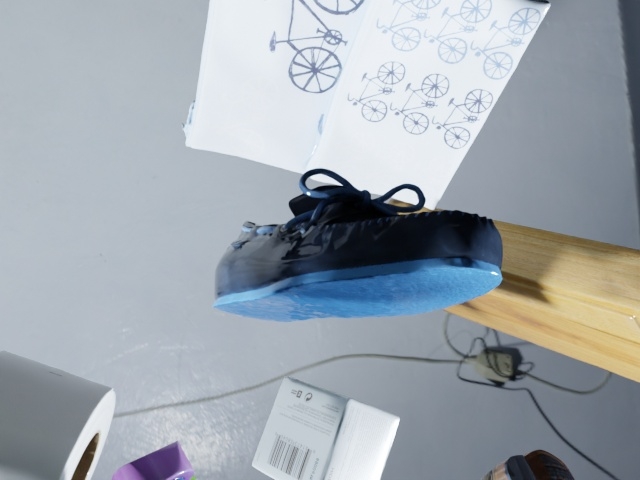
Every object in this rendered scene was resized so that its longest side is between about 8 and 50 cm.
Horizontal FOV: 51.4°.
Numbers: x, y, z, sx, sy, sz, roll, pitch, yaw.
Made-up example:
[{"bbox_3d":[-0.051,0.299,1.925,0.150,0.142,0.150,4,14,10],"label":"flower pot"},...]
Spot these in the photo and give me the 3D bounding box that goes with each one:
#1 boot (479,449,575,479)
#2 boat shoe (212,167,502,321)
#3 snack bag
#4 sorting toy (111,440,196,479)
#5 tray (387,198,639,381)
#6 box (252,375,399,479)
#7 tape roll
[{"bbox_3d":[0.258,0.332,0.871,0.219,0.106,0.082,24,36,-43],"label":"boot"},{"bbox_3d":[0.000,0.000,0.433,0.109,0.258,0.088,21,70,-39],"label":"boat shoe"},{"bbox_3d":[0.025,-0.178,0.746,0.343,0.323,0.037,14,50,-8],"label":"snack bag"},{"bbox_3d":[-0.166,0.335,0.692,0.127,0.365,0.126,-21,63,-32],"label":"sorting toy"},{"bbox_3d":[0.262,0.063,0.856,0.076,0.411,0.203,-54,126,-13],"label":"tray"},{"bbox_3d":[0.006,0.205,0.677,0.087,0.101,0.101,32,73,-39],"label":"box"},{"bbox_3d":[-0.408,0.296,0.910,0.169,0.246,0.246,20,82,-3],"label":"tape roll"}]
